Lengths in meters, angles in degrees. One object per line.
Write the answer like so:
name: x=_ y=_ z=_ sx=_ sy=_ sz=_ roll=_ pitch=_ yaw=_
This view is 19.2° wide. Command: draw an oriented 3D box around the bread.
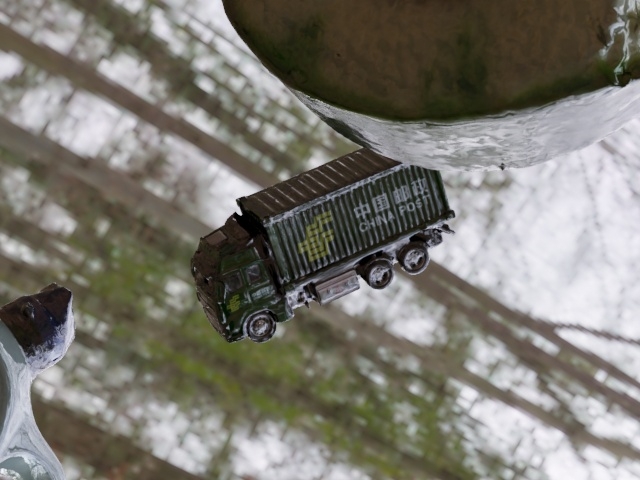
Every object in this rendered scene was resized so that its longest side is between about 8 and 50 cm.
bread: x=0.106 y=-0.231 z=1.269 sx=0.366 sy=0.129 sz=0.382 roll=-44 pitch=-114 yaw=3

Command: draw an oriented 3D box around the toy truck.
toy truck: x=0.000 y=0.000 z=1.854 sx=0.259 sy=0.121 sz=0.088 roll=-24 pitch=-155 yaw=-14

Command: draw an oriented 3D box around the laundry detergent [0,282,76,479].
laundry detergent: x=-0.256 y=0.129 z=1.161 sx=0.280 sy=0.215 sz=0.105 roll=-33 pitch=-164 yaw=-28
